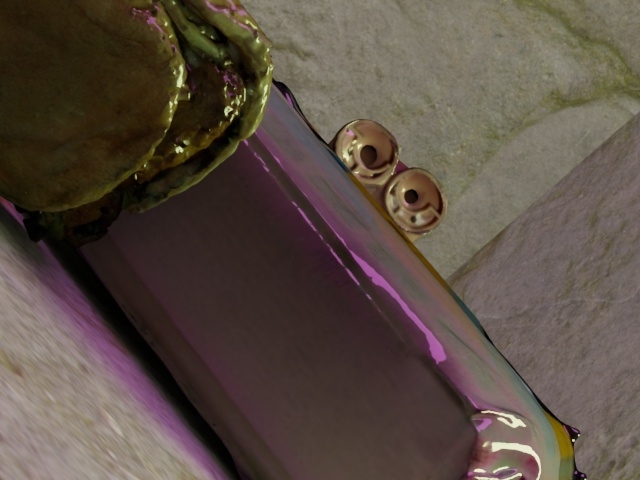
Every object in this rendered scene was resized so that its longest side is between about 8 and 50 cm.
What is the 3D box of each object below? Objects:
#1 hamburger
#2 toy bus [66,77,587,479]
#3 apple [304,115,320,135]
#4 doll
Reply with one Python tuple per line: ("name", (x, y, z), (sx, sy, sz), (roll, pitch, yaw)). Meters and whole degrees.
("hamburger", (-0.132, -0.112, 0.988), (0.206, 0.183, 0.130), (49, 28, -9))
("toy bus", (-0.021, 0.048, 1.090), (0.386, 0.171, 0.162), (50, 12, 19))
("apple", (-0.060, -0.011, 1.308), (0.209, 0.164, 0.209), (58, -6, 9))
("doll", (0.000, 0.000, 1.808), (0.284, 0.216, 0.268), (47, -5, -4))
